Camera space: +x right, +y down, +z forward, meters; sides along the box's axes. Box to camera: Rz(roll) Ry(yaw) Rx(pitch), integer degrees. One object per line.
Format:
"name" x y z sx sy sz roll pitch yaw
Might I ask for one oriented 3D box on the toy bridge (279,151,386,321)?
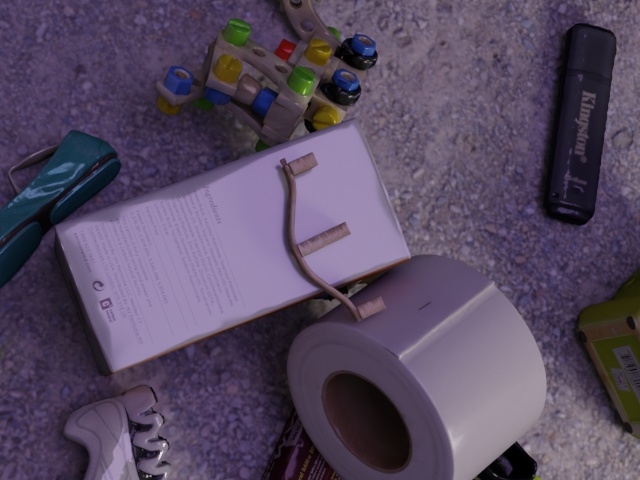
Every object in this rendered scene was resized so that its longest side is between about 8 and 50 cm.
"toy bridge" 0.000 0.000 1.574 0.063 0.026 0.188 -26 90 -11

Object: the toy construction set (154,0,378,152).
"toy construction set" -0.046 -0.225 1.815 0.215 0.151 0.328 26 48 -1

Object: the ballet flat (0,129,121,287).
"ballet flat" -0.336 -0.035 1.711 0.087 0.083 0.247 37 66 14

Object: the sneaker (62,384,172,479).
"sneaker" -0.209 0.314 1.680 0.118 0.110 0.292 -12 81 -11

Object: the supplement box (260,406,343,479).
"supplement box" 0.057 0.298 1.800 0.239 0.073 0.130 31 67 -15

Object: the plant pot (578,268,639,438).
"plant pot" 0.477 0.132 1.933 0.207 0.227 0.228 -26 90 -19

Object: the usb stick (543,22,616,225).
"usb stick" 0.350 -0.159 2.031 0.077 0.045 0.278 16 74 -20

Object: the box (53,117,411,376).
"box" -0.106 0.013 1.677 0.345 0.215 0.168 -21 88 -12

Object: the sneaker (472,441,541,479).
"sneaker" 0.180 0.227 1.853 0.234 0.097 0.084 38 67 -12

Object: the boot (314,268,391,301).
"boot" 0.030 0.046 1.848 0.219 0.082 0.106 31 82 -7

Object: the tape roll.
"tape roll" 0.105 0.160 1.684 0.169 0.246 0.246 -34 93 -35
